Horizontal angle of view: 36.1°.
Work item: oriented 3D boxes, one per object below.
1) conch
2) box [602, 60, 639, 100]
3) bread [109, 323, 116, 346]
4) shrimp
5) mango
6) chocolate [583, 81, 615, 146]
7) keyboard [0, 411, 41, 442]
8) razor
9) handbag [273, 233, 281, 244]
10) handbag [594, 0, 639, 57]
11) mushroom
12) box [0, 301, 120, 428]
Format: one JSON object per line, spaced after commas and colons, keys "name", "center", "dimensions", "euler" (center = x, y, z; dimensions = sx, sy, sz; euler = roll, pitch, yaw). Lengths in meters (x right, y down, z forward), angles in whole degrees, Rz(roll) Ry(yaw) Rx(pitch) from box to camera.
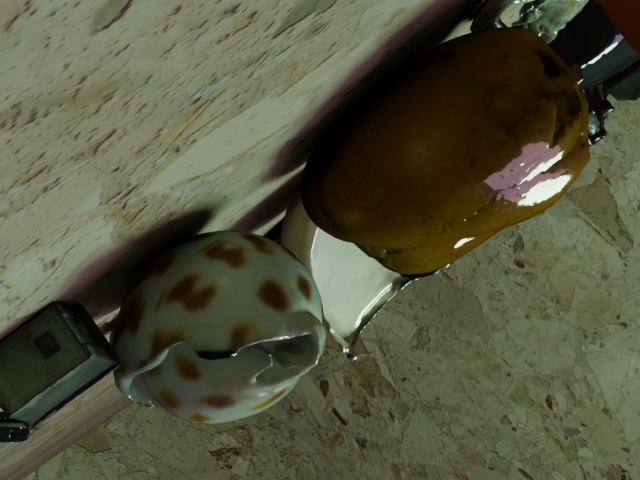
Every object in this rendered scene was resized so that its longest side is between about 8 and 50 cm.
{"name": "conch", "center": [-0.093, 0.071, 0.822], "dimensions": [0.183, 0.148, 0.275], "euler": [19, 148, -33]}
{"name": "box", "center": [0.565, -0.378, 1.375], "dimensions": [0.359, 0.091, 0.350], "euler": [-41, -168, 50]}
{"name": "bread", "center": [-0.137, 0.074, 1.045], "dimensions": [0.189, 0.077, 0.114], "euler": [-33, 171, -25]}
{"name": "shrimp", "center": [0.172, -0.193, 0.810], "dimensions": [0.126, 0.047, 0.223], "euler": [-29, 170, -4]}
{"name": "mango", "center": [0.100, -0.064, 0.814], "dimensions": [0.201, 0.152, 0.287], "euler": [-20, 169, -40]}
{"name": "chocolate", "center": [0.380, -0.223, 1.549], "dimensions": [0.224, 0.177, 0.206], "euler": [-37, 177, 30]}
{"name": "keyboard", "center": [-0.264, 0.139, 0.726], "dimensions": [0.094, 0.025, 0.230], "euler": [-1, 170, -10]}
{"name": "razor", "center": [0.345, -0.260, 1.171], "dimensions": [0.349, 0.113, 0.204], "euler": [-34, 178, -45]}
{"name": "handbag", "center": [-0.001, -0.001, 1.383], "dimensions": [0.260, 0.084, 0.275], "euler": [-41, 176, 42]}
{"name": "handbag", "center": [0.312, -0.208, 0.820], "dimensions": [0.063, 0.190, 0.127], "euler": [-37, 177, -45]}
{"name": "mushroom", "center": [0.026, -0.031, 1.059], "dimensions": [0.236, 0.162, 0.173], "euler": [-45, -146, -14]}
{"name": "box", "center": [-0.197, 0.088, 0.700], "dimensions": [0.085, 0.060, 0.063], "euler": [-36, 172, -4]}
